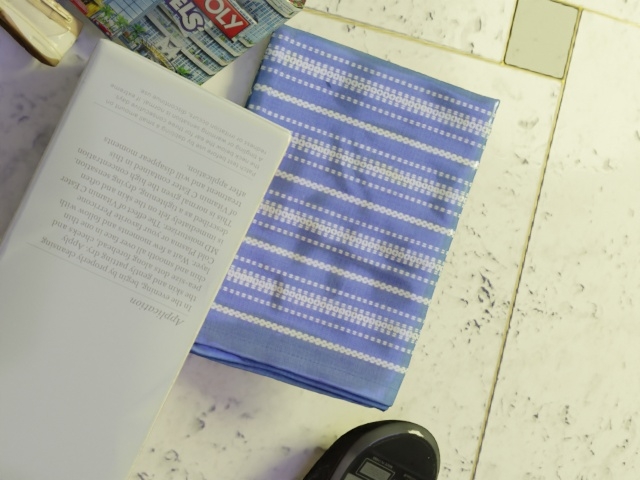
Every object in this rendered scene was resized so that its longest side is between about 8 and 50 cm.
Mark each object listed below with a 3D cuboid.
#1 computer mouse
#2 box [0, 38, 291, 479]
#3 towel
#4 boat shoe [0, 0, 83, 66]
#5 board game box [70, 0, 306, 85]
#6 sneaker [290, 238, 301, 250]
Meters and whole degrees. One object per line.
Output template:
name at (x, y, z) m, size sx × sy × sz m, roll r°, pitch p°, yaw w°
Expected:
computer mouse at (0.013, 0.288, 1.153) m, size 0.188 × 0.072 × 0.272 m, roll 37°, pitch 96°, yaw -26°
box at (-0.185, 0.031, 0.920) m, size 0.168 × 0.215 × 0.345 m, roll 26°, pitch 88°, yaw -12°
towel at (0.012, -0.020, 1.070) m, size 0.243 × 0.040 × 0.336 m, roll 19°, pitch 91°, yaw -5°
boat shoe at (-0.274, -0.228, 0.940) m, size 0.059 × 0.063 × 0.170 m, roll -49°, pitch 123°, yaw -12°
board game box at (-0.112, -0.240, 0.945) m, size 0.194 × 0.060 × 0.194 m, roll -32°, pitch 119°, yaw 27°
sneaker at (0.000, 0.000, 1.111) m, size 0.109 × 0.044 × 0.040 m, roll 25°, pitch 94°, yaw -8°
